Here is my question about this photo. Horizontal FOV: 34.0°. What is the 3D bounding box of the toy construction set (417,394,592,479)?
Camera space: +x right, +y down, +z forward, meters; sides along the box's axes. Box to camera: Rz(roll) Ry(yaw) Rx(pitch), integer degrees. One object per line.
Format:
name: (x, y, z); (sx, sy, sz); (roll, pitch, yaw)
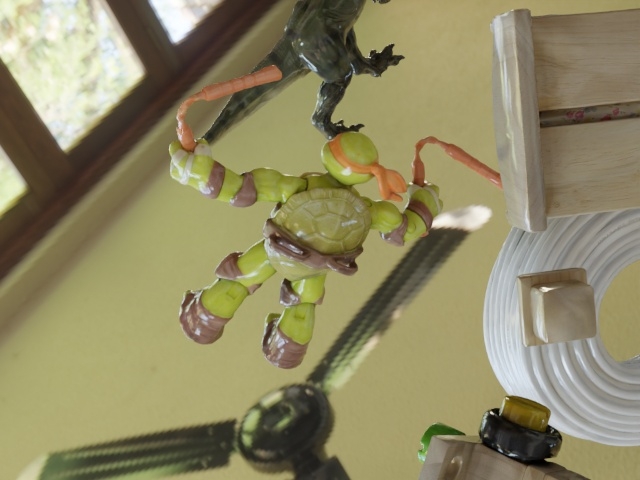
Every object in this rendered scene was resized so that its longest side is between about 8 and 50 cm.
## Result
toy construction set: (0.124, 0.247, 0.689); (0.237, 0.257, 0.309); (28, -145, 31)

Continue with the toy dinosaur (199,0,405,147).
toy dinosaur: (0.007, -0.143, 0.816); (0.268, 0.118, 0.064); (-52, -137, -6)

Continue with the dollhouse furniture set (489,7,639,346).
dollhouse furniture set: (0.255, -0.129, 0.729); (0.303, 0.356, 0.174); (-5, -173, -7)

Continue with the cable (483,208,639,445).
cable: (0.276, 0.061, 0.929); (0.257, 0.257, 0.089); (-59, -162, 1)

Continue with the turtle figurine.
turtle figurine: (0.000, 0.000, 0.760); (0.217, 0.269, 0.087); (-59, -143, 33)
